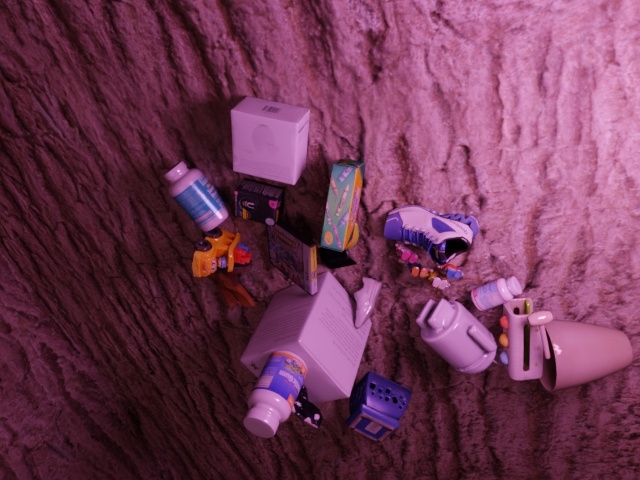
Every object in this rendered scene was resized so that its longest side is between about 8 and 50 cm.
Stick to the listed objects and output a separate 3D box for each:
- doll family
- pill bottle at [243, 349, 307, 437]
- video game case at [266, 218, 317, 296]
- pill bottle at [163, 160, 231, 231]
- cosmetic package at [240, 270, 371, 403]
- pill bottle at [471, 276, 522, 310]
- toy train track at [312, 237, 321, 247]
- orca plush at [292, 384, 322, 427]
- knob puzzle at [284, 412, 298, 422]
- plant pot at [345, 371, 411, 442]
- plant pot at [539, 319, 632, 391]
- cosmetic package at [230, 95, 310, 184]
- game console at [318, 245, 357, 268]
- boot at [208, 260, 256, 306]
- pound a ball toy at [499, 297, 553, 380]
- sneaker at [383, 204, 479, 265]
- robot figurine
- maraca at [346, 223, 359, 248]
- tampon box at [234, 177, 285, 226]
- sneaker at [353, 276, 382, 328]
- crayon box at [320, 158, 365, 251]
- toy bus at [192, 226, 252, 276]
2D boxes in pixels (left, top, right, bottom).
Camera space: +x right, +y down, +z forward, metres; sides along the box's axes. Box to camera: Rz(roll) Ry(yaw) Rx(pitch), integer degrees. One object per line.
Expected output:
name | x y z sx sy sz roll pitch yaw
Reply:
doll family | 0.372 0.105 1.716 0.263 0.163 0.118 23 102 2
pill bottle | -0.156 0.525 1.641 0.153 0.272 0.152 11 129 14
video game case | -0.114 0.052 1.844 0.275 0.035 0.248 34 140 36
pill bottle | -0.473 -0.172 1.820 0.146 0.146 0.264 -23 116 33
cosmetic package | -0.047 0.405 1.947 0.330 0.393 0.327 -24 115 35
pill bottle | 0.633 0.188 1.721 0.160 0.087 0.087 -31 111 36
toy train track | 0.000 0.000 1.864 0.083 0.014 0.048 -28 106 29
orca plush | -0.100 0.585 1.805 0.287 0.102 0.151 33 167 10
knob puzzle | -0.173 0.639 1.899 0.214 0.030 0.212 6 117 12
plant pot | 0.263 0.798 2.257 0.236 0.212 0.235 27 131 0
plant pot | 0.926 0.394 1.692 0.274 0.256 0.256 -6 125 5
cosmetic package | -0.165 -0.331 1.584 0.224 0.138 0.224 15 129 10
game console | 0.067 0.058 1.884 0.122 0.071 0.107 -14 90 28
boot | -0.361 0.197 2.101 0.264 0.096 0.280 -8 124 26
pound a ball toy | 0.715 0.352 1.696 0.136 0.208 0.318 -7 112 6
sneaker | 0.364 -0.015 1.601 0.316 0.182 0.127 5 126 17
robot figurine | 0.528 0.372 1.828 0.353 0.199 0.300 43 160 -15
maraca | 0.078 -0.052 1.739 0.128 0.099 0.185 5 116 16
tampon box | -0.226 -0.143 1.778 0.161 0.101 0.120 15 131 9
sneaker | 0.169 0.248 1.929 0.094 0.080 0.212 24 101 18
crayon box | 0.075 -0.121 1.580 0.081 0.165 0.278 13 108 12
toy bus | -0.392 0.059 1.931 0.212 0.220 0.149 15 125 2
